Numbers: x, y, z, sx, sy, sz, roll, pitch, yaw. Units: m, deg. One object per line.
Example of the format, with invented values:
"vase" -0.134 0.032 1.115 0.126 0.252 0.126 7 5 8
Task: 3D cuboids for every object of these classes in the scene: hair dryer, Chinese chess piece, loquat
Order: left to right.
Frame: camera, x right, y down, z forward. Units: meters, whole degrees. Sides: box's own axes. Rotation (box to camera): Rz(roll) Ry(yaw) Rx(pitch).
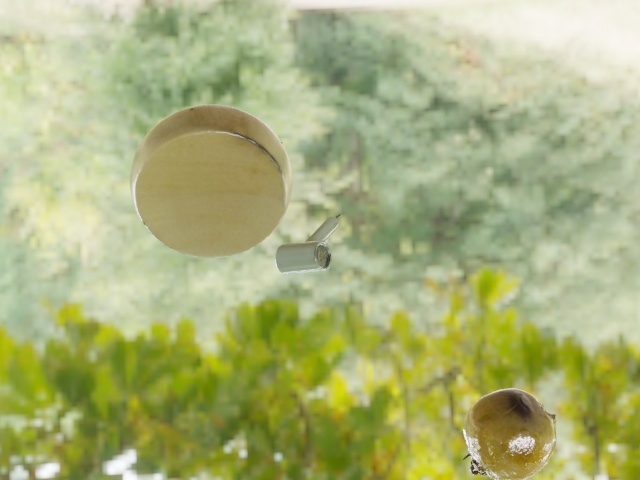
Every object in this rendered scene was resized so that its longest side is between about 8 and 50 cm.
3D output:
"Chinese chess piece" -0.169 -0.092 2.508 0.251 0.250 0.097 -2 -146 -1
"hair dryer" 0.000 0.000 1.976 0.063 0.037 0.124 -5 -154 35
"loquat" 0.294 0.306 2.543 0.163 0.163 0.137 -4 151 17
